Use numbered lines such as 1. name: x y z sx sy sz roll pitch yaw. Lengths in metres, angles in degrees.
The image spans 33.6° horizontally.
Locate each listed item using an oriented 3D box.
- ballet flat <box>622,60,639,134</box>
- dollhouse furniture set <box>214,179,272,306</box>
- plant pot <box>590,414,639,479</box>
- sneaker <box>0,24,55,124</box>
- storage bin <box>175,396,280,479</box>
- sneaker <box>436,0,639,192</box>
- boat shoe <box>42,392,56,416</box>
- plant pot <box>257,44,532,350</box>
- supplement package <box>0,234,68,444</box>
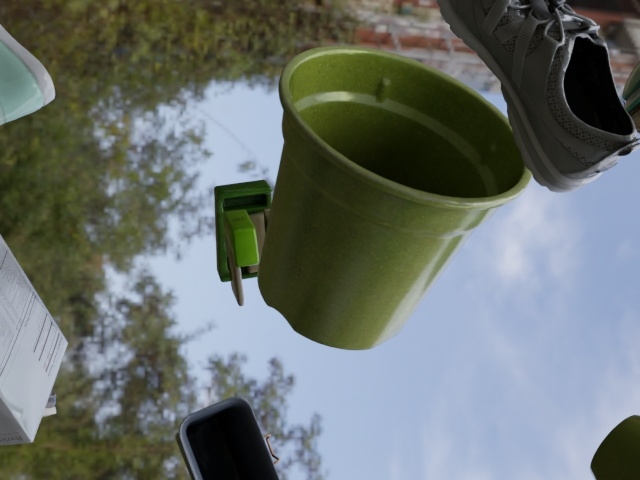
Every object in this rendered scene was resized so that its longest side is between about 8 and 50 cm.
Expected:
1. ballet flat: 0.563 -0.231 1.768 0.107 0.106 0.316 -47 -177 34
2. dollhouse furniture set: 0.000 0.000 1.623 0.197 0.301 0.151 -123 -152 -62
3. plant pot: 0.614 0.440 1.805 0.293 0.274 0.275 39 -51 36
4. sneaker: -0.482 -0.232 1.378 0.256 0.151 0.094 38 -33 24
5. storage bin: -0.101 0.243 1.152 0.135 0.098 0.091 68 -23 4
6. sneaker: 0.195 -0.184 0.916 0.281 0.105 0.115 60 -28 -4
7. boat shoe: -0.609 0.290 1.923 0.335 0.112 0.096 -13 -99 30
8. plant pot: 0.052 -0.029 1.149 0.276 0.276 0.254 -109 -147 -47
9. supplement package: -0.420 0.110 1.158 0.149 0.194 0.203 -82 159 -46
